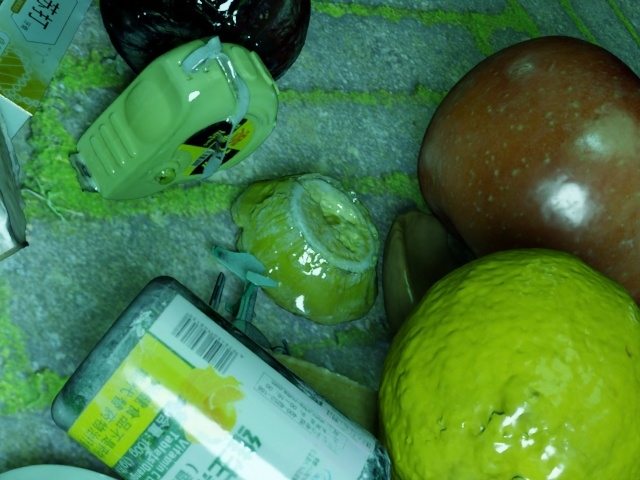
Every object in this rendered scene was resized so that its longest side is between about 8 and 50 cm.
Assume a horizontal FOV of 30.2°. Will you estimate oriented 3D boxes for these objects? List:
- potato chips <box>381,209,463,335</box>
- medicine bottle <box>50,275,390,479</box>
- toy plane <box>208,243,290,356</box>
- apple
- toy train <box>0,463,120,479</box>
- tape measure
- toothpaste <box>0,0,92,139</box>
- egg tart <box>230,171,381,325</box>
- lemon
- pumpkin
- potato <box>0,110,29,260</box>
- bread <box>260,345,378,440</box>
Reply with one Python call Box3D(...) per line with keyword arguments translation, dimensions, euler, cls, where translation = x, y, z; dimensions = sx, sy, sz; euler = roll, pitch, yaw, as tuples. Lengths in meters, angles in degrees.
Box3D(translation=(0.112, 0.061, 1.311), dimensions=(0.195, 0.061, 0.208), euler=(33, 38, -49), cls="potato chips")
Box3D(translation=(-0.049, 0.165, 0.896), dimensions=(0.293, 0.141, 0.141), euler=(39, 38, -4), cls="medicine bottle")
Box3D(translation=(-0.079, 0.103, 1.126), dimensions=(0.096, 0.060, 0.235), euler=(18, 47, -9), cls="toy plane")
Box3D(translation=(0.281, -0.067, 1.397), dimensions=(0.348, 0.277, 0.348), euler=(50, 1, -1), cls="apple")
Box3D(translation=(-0.077, 0.285, 0.923), dimensions=(0.407, 0.086, 0.088), euler=(38, 39, -6), cls="toy train")
Box3D(translation=(-0.130, -0.128, 1.191), dimensions=(0.175, 0.200, 0.106), euler=(-4, 56, -53), cls="tape measure")
Box3D(translation=(-0.301, -0.222, 1.227), dimensions=(0.089, 0.071, 0.313), euler=(33, 38, -19), cls="toothpaste")
Box3D(translation=(0.000, 0.000, 1.271), dimensions=(0.197, 0.078, 0.197), euler=(25, 44, -26), cls="egg tart")
Box3D(translation=(0.170, 0.140, 1.023), dimensions=(0.245, 0.245, 0.320), euler=(38, 41, -5), cls="lemon")
Box3D(translation=(-0.125, -0.257, 1.280), dimensions=(0.233, 0.233, 0.163), euler=(25, 57, -21), cls="pumpkin")
Box3D(translation=(-0.392, -0.064, 0.981), dimensions=(0.264, 0.189, 0.211), euler=(-15, 19, -11), cls="potato")
Box3D(translation=(0.014, 0.219, 1.056), dimensions=(0.286, 0.056, 0.207), euler=(30, 57, -33), cls="bread")
